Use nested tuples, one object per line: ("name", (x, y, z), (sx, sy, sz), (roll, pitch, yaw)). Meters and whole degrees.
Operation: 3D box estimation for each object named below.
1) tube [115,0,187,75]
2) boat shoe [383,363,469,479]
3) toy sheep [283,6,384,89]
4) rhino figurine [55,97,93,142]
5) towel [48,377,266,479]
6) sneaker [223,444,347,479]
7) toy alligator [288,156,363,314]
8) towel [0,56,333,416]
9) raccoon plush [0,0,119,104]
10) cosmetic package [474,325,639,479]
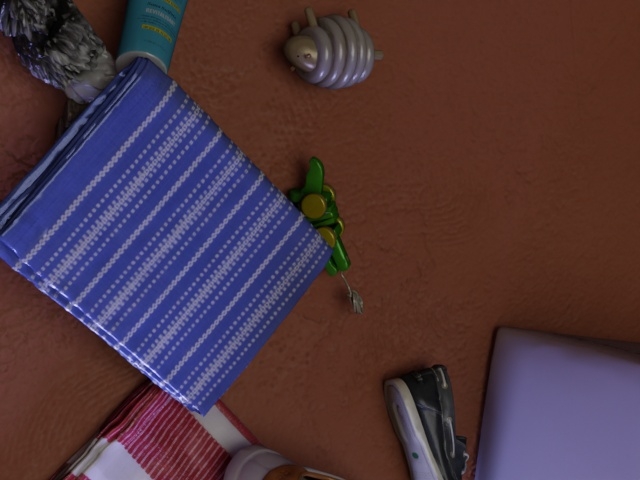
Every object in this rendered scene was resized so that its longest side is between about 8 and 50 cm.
("tube", (-0.167, -0.252, 1.462), (0.080, 0.052, 0.207), (29, 50, -30))
("boat shoe", (0.146, 0.261, 1.676), (0.079, 0.084, 0.233), (-20, 100, -23))
("toy sheep", (0.017, -0.210, 1.571), (0.132, 0.091, 0.091), (-5, 97, -31))
("rhino figurine", (-0.224, -0.027, 1.466), (0.106, 0.073, 0.243), (2, 108, -20))
("towel", (-0.193, 0.318, 1.539), (0.329, 0.037, 0.237), (-46, 113, -16))
("sneaker", (0.025, 0.325, 1.584), (0.290, 0.123, 0.106), (32, 78, -38))
("toy alligator", (0.000, 0.000, 1.601), (0.051, 0.056, 0.190), (-11, 104, 17))
("towel", (-0.156, 0.002, 1.453), (0.243, 0.040, 0.336), (-51, 126, -10))
("raccoon plush", (-0.408, -0.219, 1.303), (0.299, 0.216, 0.446), (-39, 113, -7))
("cosmetic package", (0.433, 0.300, 1.684), (0.393, 0.329, 0.327), (8, 92, -28))
